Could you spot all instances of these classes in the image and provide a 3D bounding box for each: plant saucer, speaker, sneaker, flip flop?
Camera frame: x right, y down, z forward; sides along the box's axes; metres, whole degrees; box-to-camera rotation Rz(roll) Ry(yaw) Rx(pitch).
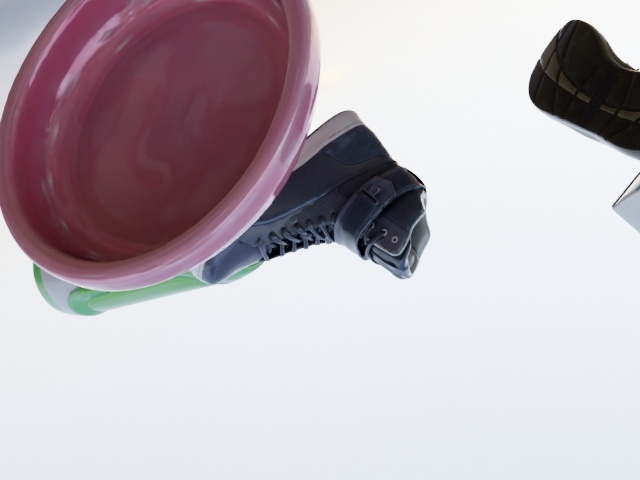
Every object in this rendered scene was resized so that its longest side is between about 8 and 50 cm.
[{"bbox_3d":[-0.133,-0.108,0.999,0.332,0.084,0.332,-13,-116,28],"label":"plant saucer"},{"bbox_3d":[-0.203,0.011,1.352,0.296,0.131,0.131,-14,-159,37],"label":"speaker"},{"bbox_3d":[0.000,-0.001,1.101,0.226,0.163,0.086,-41,159,-5],"label":"sneaker"},{"bbox_3d":[0.323,-0.157,1.271,0.112,0.080,0.277,-58,-145,11],"label":"flip flop"}]

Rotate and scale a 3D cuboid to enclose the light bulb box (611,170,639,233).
[{"bbox_3d":[0.485,-0.030,0.904,0.225,0.358,0.361,-48,179,-14],"label":"light bulb box"}]
